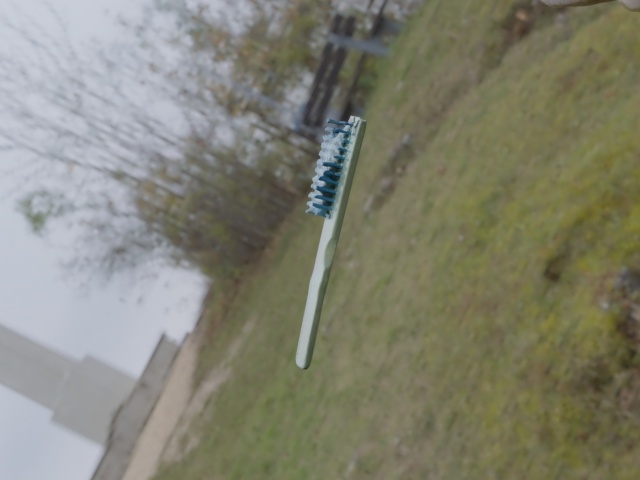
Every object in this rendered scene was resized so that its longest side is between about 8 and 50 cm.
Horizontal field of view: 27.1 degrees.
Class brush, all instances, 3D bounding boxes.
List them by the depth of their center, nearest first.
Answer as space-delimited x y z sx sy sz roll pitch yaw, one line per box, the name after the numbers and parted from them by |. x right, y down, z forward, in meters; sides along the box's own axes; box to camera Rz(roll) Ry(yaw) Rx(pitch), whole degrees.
0.000 0.000 0.431 0.016 0.013 0.083 -159 80 -78 | brush

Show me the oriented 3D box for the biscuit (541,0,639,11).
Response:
0.207 -0.174 0.683 0.320 0.183 0.047 -40 -61 -53 | biscuit
